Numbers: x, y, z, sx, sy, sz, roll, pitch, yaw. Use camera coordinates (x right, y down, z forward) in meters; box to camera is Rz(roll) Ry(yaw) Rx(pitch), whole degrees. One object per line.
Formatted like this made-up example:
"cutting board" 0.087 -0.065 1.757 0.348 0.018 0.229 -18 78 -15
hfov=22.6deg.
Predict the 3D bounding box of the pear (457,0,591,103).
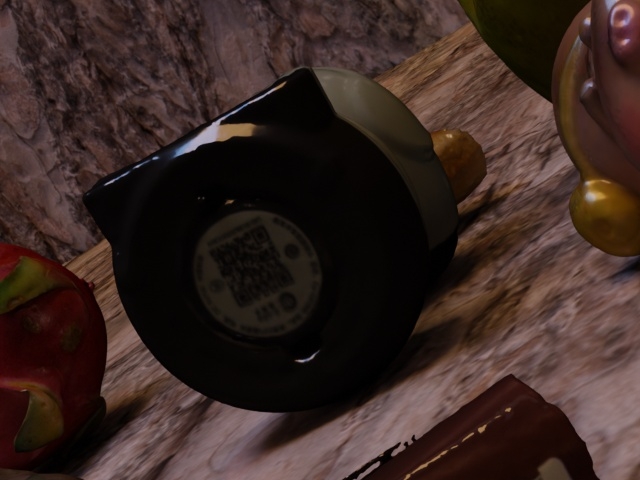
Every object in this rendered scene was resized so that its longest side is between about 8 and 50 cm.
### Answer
"pear" 0.253 -0.225 1.068 0.375 0.287 0.287 -18 4 -17

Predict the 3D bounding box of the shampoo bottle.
"shampoo bottle" -0.005 0.141 0.591 0.236 0.068 0.067 -33 8 -12

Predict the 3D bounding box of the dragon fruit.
"dragon fruit" -0.289 0.108 1.342 0.224 0.224 0.227 -29 13 30

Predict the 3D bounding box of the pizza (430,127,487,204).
"pizza" 0.000 0.000 1.312 0.290 0.081 0.229 -33 14 0

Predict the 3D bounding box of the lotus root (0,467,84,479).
"lotus root" -0.290 0.195 0.715 0.391 0.111 0.375 -11 3 22

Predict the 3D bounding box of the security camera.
"security camera" -0.006 -0.015 1.065 0.197 0.191 0.277 -29 7 20

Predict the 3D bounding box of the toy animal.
"toy animal" 0.194 -0.083 0.834 0.149 0.165 0.248 -11 -5 -16
